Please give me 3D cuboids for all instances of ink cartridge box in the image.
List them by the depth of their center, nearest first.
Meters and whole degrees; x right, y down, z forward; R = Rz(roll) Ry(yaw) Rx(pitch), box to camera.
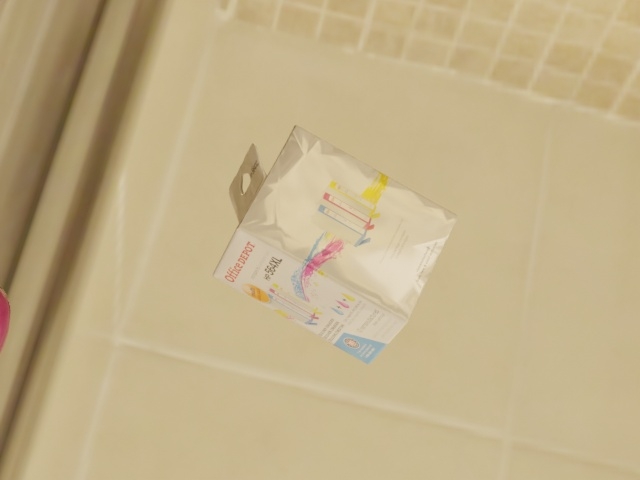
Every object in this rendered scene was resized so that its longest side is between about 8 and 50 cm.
[{"bbox_3d":[0.000,0.000,0.981,0.143,0.090,0.092,29,153,-2],"label":"ink cartridge box"}]

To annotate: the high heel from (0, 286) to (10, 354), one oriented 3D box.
[{"bbox_3d":[-0.222,0.094,0.538,0.244,0.117,0.082,-28,105,4],"label":"high heel"}]
